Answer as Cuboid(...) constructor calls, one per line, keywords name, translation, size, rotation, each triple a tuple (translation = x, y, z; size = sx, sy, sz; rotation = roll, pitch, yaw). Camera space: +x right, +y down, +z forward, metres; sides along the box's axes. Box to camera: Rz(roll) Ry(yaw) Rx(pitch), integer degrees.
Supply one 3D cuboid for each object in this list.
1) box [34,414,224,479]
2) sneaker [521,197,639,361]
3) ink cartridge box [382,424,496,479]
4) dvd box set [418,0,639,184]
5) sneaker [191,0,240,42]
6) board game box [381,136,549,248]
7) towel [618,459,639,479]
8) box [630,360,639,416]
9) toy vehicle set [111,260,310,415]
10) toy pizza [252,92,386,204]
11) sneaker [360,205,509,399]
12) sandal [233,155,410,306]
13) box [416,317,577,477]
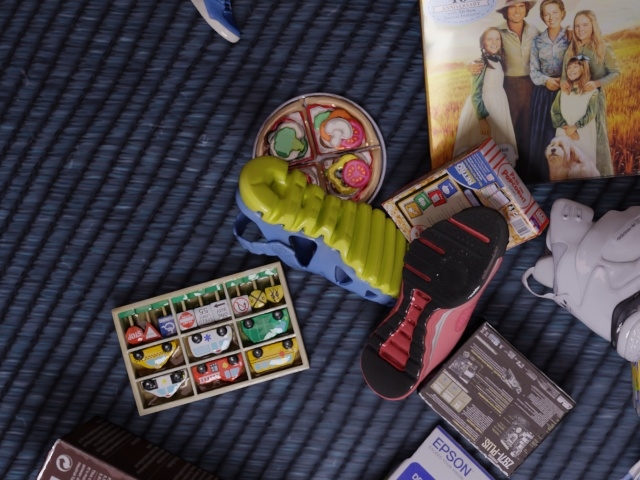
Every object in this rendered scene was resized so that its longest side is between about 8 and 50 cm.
Cuboid(name="box", translation=(-0.211, 0.407, 1.642), size=(0.381, 0.191, 0.143), rotation=(25, 94, 5))
Cuboid(name="sneaker", translation=(0.445, -0.026, 1.604), size=(0.210, 0.137, 0.365), rotation=(29, 74, 21))
Cuboid(name="ink cartridge box", translation=(0.173, 0.484, 1.655), size=(0.303, 0.072, 0.307), rotation=(45, 68, 3))
Cuboid(name="dvd box set", translation=(0.290, -0.273, 1.561), size=(0.308, 0.062, 0.420), rotation=(-4, 120, 4))
Cuboid(name="sneaker", translation=(-0.148, -0.373, 1.692), size=(0.085, 0.058, 0.152), rotation=(-38, 81, 12))
Cuboid(name="board game box", translation=(0.201, -0.039, 1.613), size=(0.193, 0.045, 0.146), rotation=(-29, 100, 41))
Cuboid(name="towel", translation=(0.587, 0.308, 1.627), size=(0.209, 0.034, 0.285), rotation=(42, 93, -16))
Cuboid(name="box", translation=(0.479, 0.168, 1.649), size=(0.054, 0.059, 0.168), rotation=(-3, 90, 3))
Cuboid(name="toy vehicle set", translation=(-0.163, 0.146, 1.711), size=(0.267, 0.035, 0.166), rotation=(-17, 89, 4))
Cuboid(name="toy pizza", translation=(-0.003, -0.120, 1.697), size=(0.201, 0.032, 0.201), rotation=(0, 91, 5))
Cuboid(name="sneaker", translation=(0.168, 0.078, 1.614), size=(0.116, 0.136, 0.313), rotation=(38, 113, 20))
Cuboid(name="sandal", translation=(0.000, 0.000, 1.656), size=(0.317, 0.138, 0.126), rotation=(33, 49, -13))
Cuboid(name="box", translation=(0.254, 0.226, 1.658), size=(0.180, 0.077, 0.147), rotation=(42, 93, 3))
